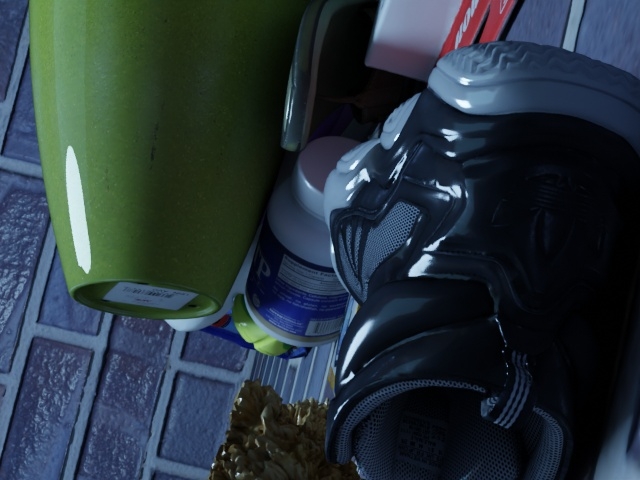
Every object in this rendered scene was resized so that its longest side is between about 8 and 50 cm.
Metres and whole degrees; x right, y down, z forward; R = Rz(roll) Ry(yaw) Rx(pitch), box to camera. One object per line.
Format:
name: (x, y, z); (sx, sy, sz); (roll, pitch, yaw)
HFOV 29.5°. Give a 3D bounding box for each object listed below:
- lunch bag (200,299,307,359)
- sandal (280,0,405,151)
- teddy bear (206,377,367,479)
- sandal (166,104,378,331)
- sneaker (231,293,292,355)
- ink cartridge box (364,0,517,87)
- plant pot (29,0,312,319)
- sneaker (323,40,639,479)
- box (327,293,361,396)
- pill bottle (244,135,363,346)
lunch bag: (-0.062, 0.017, 1.512); (0.293, 0.138, 0.221); (37, -129, -62)
sandal: (0.044, -0.160, 1.083); (0.303, 0.086, 0.120); (-41, -35, -58)
teddy bear: (-0.009, 0.222, 0.729); (0.245, 0.113, 0.338); (-70, -10, -55)
sandal: (-0.044, -0.092, 1.261); (0.416, 0.102, 0.169); (-57, 24, -19)
sneaker: (0.002, -0.002, 1.313); (0.123, 0.109, 0.296); (-28, 31, 40)
ink cartridge box: (0.095, -0.212, 0.881); (0.296, 0.066, 0.261); (111, 173, -58)
plant pot: (-0.147, -0.085, 1.113); (0.275, 0.274, 0.294); (117, 158, -70)
sneaker: (0.044, 0.033, 0.502); (0.268, 0.101, 0.153); (125, 161, -71)
box: (0.036, 0.061, 1.009); (0.081, 0.028, 0.136); (-138, 61, -85)
pill bottle: (0.000, 0.000, 1.107); (0.112, 0.112, 0.187); (-81, 7, -45)
